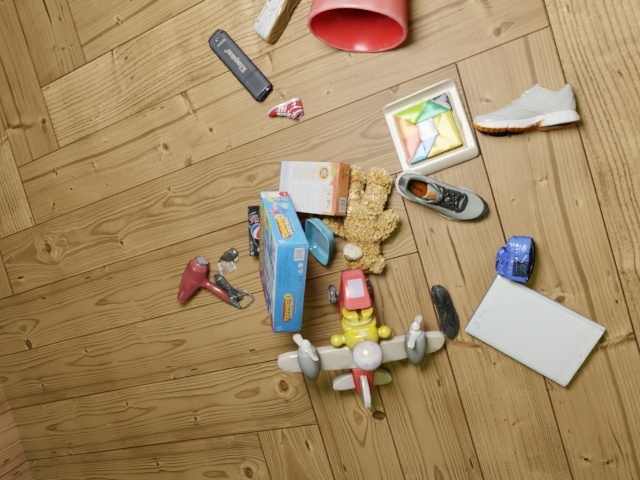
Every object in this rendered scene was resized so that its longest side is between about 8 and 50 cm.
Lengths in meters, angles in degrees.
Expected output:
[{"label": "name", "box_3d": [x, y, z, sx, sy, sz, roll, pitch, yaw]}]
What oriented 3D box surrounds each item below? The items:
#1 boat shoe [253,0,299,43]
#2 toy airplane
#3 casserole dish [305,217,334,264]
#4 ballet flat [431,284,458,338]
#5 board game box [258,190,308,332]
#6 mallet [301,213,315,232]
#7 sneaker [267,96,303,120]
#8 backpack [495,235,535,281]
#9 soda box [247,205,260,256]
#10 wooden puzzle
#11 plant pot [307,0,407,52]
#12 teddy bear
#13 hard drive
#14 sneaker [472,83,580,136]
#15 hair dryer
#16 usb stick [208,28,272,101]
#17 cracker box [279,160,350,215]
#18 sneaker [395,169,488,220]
[{"label": "boat shoe", "box_3d": [-0.120, -0.750, 1.392, 0.096, 0.098, 0.277, 40, 109, 9]}, {"label": "toy airplane", "box_3d": [0.121, 0.328, 1.360, 0.384, 0.272, 0.386, 38, 94, -9]}, {"label": "casserole dish", "box_3d": [0.000, 0.000, 1.433, 0.037, 0.188, 0.114, -33, 63, -23]}, {"label": "ballet flat", "box_3d": [0.379, 0.215, 1.387, 0.057, 0.049, 0.173, -17, 97, -7]}, {"label": "board game box", "box_3d": [-0.119, 0.057, 1.353, 0.086, 0.302, 0.308, -4, 123, -15]}, {"label": "mallet", "box_3d": [-0.022, -0.118, 1.480, 0.062, 0.039, 0.189, 7, 96, 19]}, {"label": "sneaker", "box_3d": [-0.111, -0.406, 1.465, 0.118, 0.042, 0.067, -20, 87, 18]}, {"label": "backpack", "box_3d": [0.544, 0.045, 1.269, 0.101, 0.098, 0.120, 10, 101, 21]}, {"label": "soda box", "box_3d": [-0.208, -0.033, 1.540, 0.053, 0.060, 0.169, 0, 97, 18]}, {"label": "wooden puzzle", "box_3d": [0.315, -0.319, 1.327, 0.221, 0.044, 0.238, -19, 91, 20]}, {"label": "plant pot", "box_3d": [0.114, -0.688, 1.246, 0.275, 0.275, 0.243, 8, 91, 18]}, {"label": "teddy bear", "box_3d": [0.123, -0.063, 1.395, 0.245, 0.113, 0.338, 24, 104, 17]}, {"label": "hard drive", "box_3d": [0.604, 0.251, 1.308, 0.307, 0.040, 0.203, 29, 106, 13]}, {"label": "sneaker", "box_3d": [0.544, -0.353, 1.226, 0.262, 0.099, 0.121, -3, 89, 12]}, {"label": "hair dryer", "box_3d": [-0.397, 0.162, 1.623, 0.293, 0.080, 0.223, -15, 93, 21]}, {"label": "usb stick", "box_3d": [-0.263, -0.573, 1.494, 0.077, 0.045, 0.278, -43, 82, 20]}, {"label": "cracker box", "box_3d": [-0.024, -0.163, 1.412, 0.232, 0.067, 0.155, 10, 97, 38]}, {"label": "sneaker", "box_3d": [0.344, -0.120, 1.303, 0.271, 0.108, 0.100, 20, 103, 2]}]
